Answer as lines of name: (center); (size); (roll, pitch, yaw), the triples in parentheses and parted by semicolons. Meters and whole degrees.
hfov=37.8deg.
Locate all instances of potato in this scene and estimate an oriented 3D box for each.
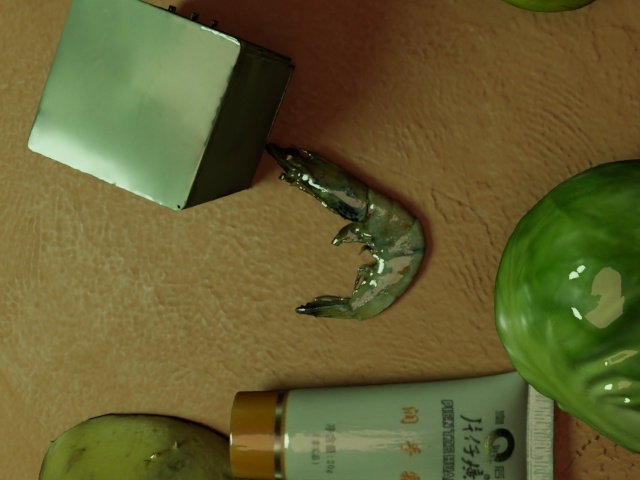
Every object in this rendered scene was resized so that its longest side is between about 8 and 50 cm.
potato: (-0.177, 0.311, 0.963); (0.299, 0.116, 0.239); (14, 105, 10)

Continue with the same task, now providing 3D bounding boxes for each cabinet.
cabinet: (-0.130, -0.130, 0.840); (0.145, 0.206, 0.150); (22, 101, 7)

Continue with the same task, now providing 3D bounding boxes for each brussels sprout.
brussels sprout: (0.268, 0.053, 0.798); (0.244, 0.244, 0.244); (1, 98, 11)

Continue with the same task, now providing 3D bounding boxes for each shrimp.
shrimp: (0.001, 0.000, 0.925); (0.195, 0.035, 0.148); (34, 105, 3)

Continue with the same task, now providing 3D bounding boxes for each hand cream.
hand cream: (0.071, 0.198, 0.916); (0.314, 0.089, 0.140); (-3, 92, 2)

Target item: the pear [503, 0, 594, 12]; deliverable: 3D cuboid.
pear: (0.189, -0.271, 0.793); (0.162, 0.149, 0.149); (19, 101, 4)
